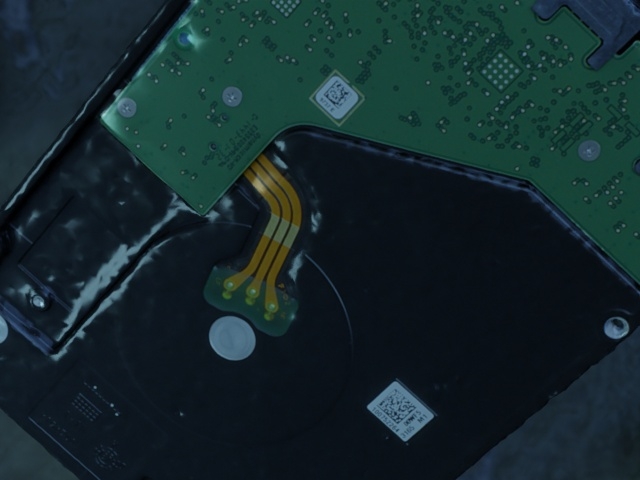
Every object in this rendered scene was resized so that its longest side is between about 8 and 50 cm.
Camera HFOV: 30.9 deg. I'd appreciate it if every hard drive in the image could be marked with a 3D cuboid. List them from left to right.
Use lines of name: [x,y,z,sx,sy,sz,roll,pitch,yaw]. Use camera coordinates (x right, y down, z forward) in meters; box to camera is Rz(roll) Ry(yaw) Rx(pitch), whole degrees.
hard drive: [0.000,0.000,0.517,0.237,0.064,0.339,42,115,-4]
